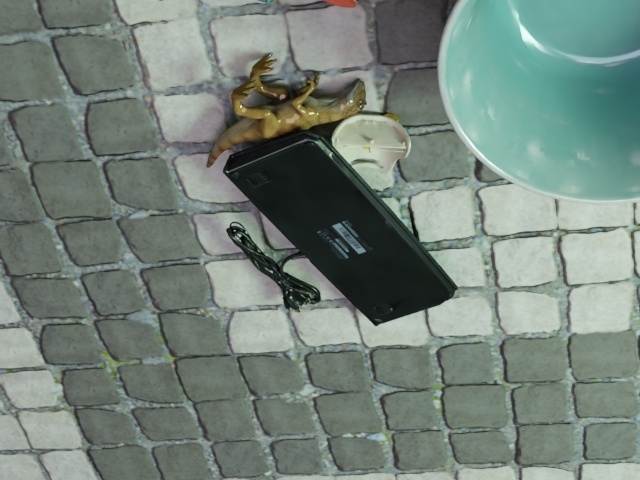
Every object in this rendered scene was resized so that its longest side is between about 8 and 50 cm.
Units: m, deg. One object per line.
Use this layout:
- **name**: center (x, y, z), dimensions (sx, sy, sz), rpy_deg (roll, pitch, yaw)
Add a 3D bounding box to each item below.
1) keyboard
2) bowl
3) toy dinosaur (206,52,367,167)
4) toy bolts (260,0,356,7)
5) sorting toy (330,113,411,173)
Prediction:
- **keyboard**: center (0.000, 0.000, 1.499), dimensions (0.201, 0.033, 0.317), rpy_deg (-20, 133, 27)
- **bowl**: center (0.263, -0.199, 1.212), dimensions (0.311, 0.163, 0.311), rpy_deg (3, 132, 4)
- **toy dinosaur**: center (-0.057, -0.126, 1.386), dimensions (0.211, 0.064, 0.112), rpy_deg (-15, 130, 20)
- **toy bolts**: center (-0.057, -0.277, 1.131), dimensions (0.158, 0.228, 0.218), rpy_deg (-3, 143, -4)
- **sorting toy**: center (0.050, -0.097, 1.418), dimensions (0.083, 0.045, 0.075), rpy_deg (3, 143, -3)
